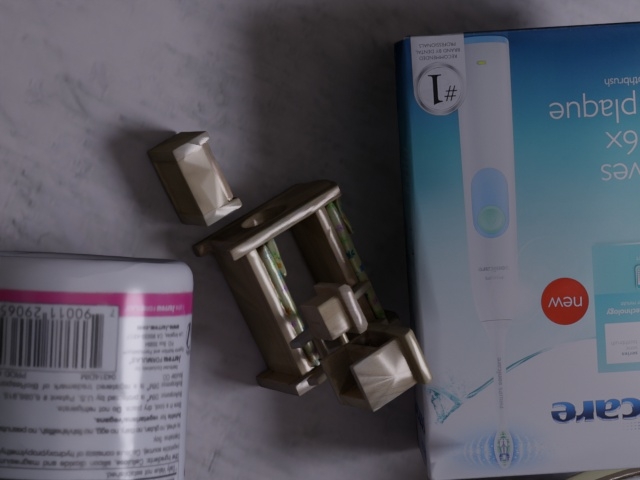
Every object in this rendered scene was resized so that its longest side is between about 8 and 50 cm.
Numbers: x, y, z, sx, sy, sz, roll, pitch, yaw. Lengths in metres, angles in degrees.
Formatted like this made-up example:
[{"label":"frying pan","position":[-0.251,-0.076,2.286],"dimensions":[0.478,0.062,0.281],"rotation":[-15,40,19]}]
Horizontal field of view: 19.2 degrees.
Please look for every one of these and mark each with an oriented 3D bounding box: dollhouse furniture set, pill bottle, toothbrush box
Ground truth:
[{"label":"dollhouse furniture set","position":[0.000,0.000,1.210],"dimensions":[0.101,0.161,0.182],"rotation":[-32,107,-24]},{"label":"pill bottle","position":[-0.161,0.149,1.128],"dimensions":[0.160,0.160,0.283],"rotation":[3,91,-29]},{"label":"toothbrush box","position":[0.165,0.003,1.277],"dimensions":[0.216,0.126,0.295],"rotation":[-3,95,0]}]

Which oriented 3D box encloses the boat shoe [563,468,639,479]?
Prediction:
[{"label":"boat shoe","position":[0.261,0.225,1.349],"dimensions":[0.302,0.113,0.103],"rotation":[8,46,-40]}]
